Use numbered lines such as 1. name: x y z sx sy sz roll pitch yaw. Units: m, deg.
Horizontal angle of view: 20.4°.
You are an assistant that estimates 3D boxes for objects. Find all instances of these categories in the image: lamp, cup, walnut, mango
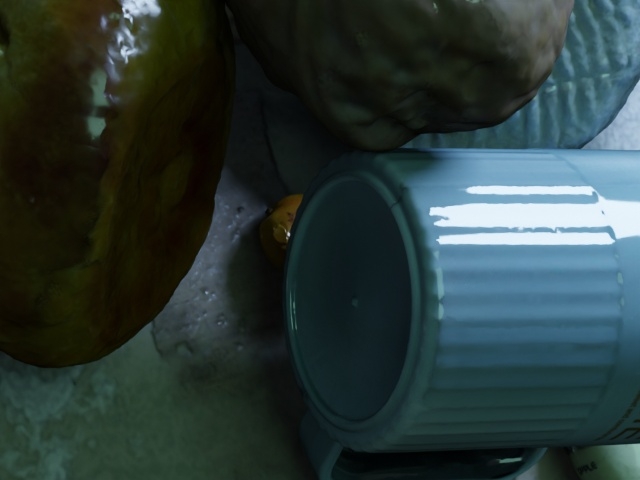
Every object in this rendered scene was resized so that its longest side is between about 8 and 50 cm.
1. lamp: 0.274 0.175 1.675 0.101 0.101 0.250 -18 76 -31
2. cup: 0.137 0.058 1.496 0.311 0.331 0.257 1 71 -30
3. walnut: 0.057 -0.188 1.347 0.273 0.273 0.227 5 65 -29
4. mango: 0.000 0.000 1.576 0.114 0.060 0.080 15 56 -24

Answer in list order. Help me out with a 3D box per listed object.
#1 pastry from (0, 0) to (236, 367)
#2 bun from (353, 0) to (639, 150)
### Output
1. pastry: -0.177 -0.075 1.367 0.164 0.356 0.356 16 67 13
2. bun: 0.127 -0.219 1.580 0.354 0.194 0.354 0 111 1
